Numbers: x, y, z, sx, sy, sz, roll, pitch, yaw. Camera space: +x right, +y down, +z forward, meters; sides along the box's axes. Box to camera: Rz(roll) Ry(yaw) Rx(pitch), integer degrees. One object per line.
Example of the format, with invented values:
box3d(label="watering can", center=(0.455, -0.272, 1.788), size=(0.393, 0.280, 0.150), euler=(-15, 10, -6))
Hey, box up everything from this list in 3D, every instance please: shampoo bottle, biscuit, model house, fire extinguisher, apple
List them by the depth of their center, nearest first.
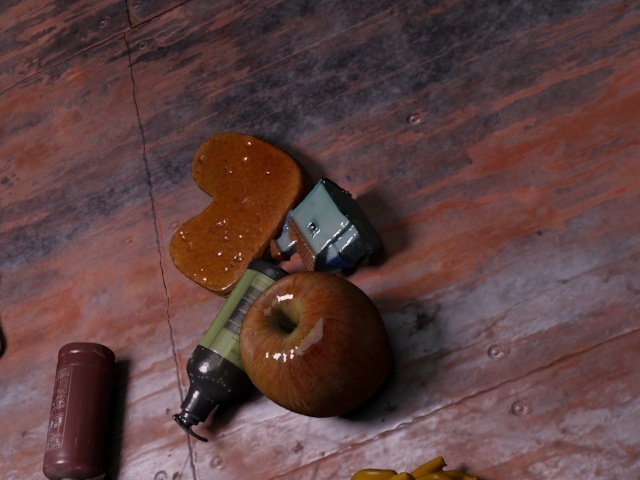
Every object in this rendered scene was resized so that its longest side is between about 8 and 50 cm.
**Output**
box3d(label="apple", center=(-0.008, 0.151, 1.655), size=(0.211, 0.188, 0.211), euler=(-14, 53, 20))
box3d(label="shampoo bottle", center=(-0.134, 0.167, 1.759), size=(0.101, 0.101, 0.284), euler=(24, 74, 34))
box3d(label="model house", center=(0.000, 0.000, 1.795), size=(0.148, 0.119, 0.148), euler=(-39, 53, 13))
box3d(label="fire extinguisher", center=(-0.381, 0.301, 1.810), size=(0.104, 0.105, 0.269), euler=(-12, 57, 19))
box3d(label="biscuit", center=(-0.152, -0.046, 1.927), size=(0.262, 0.052, 0.277), euler=(21, 73, 39))

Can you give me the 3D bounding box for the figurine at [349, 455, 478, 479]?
box3d(label="figurine", center=(0.115, 0.335, 1.525), size=(0.176, 0.122, 0.121), euler=(-1, 64, 25))
